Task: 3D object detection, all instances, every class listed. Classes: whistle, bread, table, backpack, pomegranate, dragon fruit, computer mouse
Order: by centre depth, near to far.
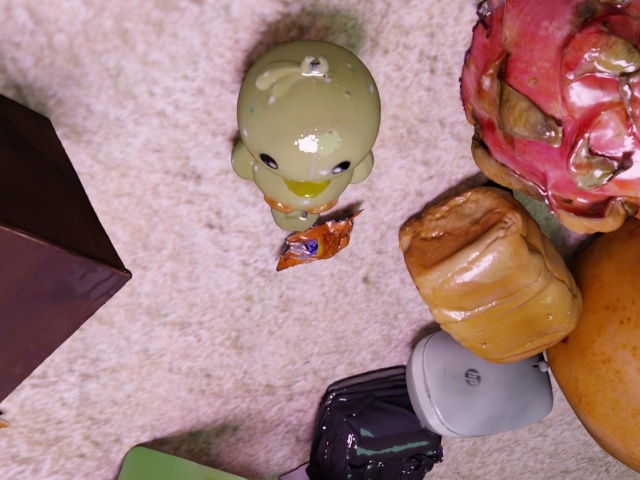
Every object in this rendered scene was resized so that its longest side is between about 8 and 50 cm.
[{"bbox_3d":[-0.291,-0.009,0.870,0.169,0.193,0.172,-42,145,14],"label":"table"},{"bbox_3d":[-0.015,-0.073,1.069,0.141,0.141,0.294,-19,144,-19],"label":"whistle"},{"bbox_3d":[0.309,-0.124,1.156,0.314,0.263,0.296,-10,141,-31],"label":"dragon fruit"},{"bbox_3d":[0.221,0.048,1.404,0.166,0.132,0.294,-24,149,16],"label":"bread"},{"bbox_3d":[0.523,0.148,1.574,0.416,0.417,0.417,-22,145,-16],"label":"pomegranate"},{"bbox_3d":[0.240,0.190,1.580,0.288,0.160,0.097,-4,163,-38],"label":"computer mouse"},{"bbox_3d":[0.072,0.322,1.614,0.206,0.133,0.258,-6,127,-27],"label":"backpack"}]

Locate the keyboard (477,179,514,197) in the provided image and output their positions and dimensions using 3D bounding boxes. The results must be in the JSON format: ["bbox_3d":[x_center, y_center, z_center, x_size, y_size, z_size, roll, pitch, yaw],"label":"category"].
[{"bbox_3d":[0.224,-0.020,1.444,0.063,0.010,0.198,-31,147,-5],"label":"keyboard"}]

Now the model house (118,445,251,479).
[{"bbox_3d":[-0.083,0.463,1.463,0.323,0.340,0.300,33,70,-61],"label":"model house"}]

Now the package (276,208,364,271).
[{"bbox_3d":[0.001,0.001,1.267,0.110,0.033,0.077,-17,134,-31],"label":"package"}]

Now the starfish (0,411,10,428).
[{"bbox_3d":[-0.526,0.317,1.169,0.384,0.132,0.398,-48,147,14],"label":"starfish"}]

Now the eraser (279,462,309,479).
[{"bbox_3d":[0.048,0.356,1.740,0.225,0.052,0.096,-23,147,-15],"label":"eraser"}]
